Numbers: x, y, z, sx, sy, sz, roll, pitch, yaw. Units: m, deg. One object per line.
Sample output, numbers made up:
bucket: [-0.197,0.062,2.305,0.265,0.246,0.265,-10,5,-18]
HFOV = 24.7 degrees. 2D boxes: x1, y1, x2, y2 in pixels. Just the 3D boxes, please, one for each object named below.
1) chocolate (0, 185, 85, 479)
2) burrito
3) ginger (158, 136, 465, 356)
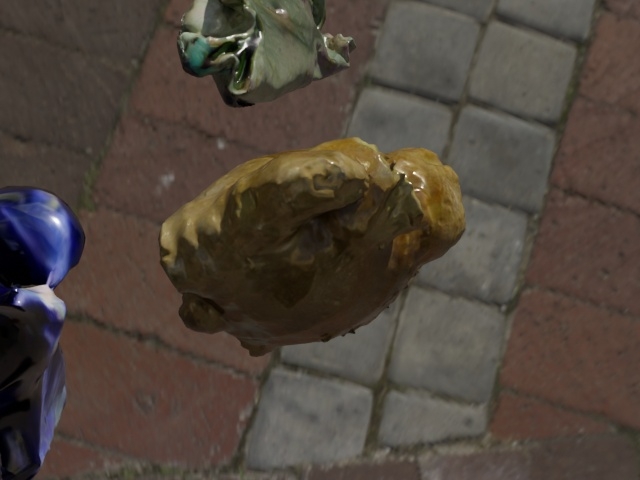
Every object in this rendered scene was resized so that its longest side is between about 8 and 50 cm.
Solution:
chocolate: [-0.147,0.022,0.462,0.126,0.343,0.148,-23,91,-16]
burrito: [-0.039,-0.148,1.050,0.066,0.309,0.096,-28,95,17]
ginger: [0.000,0.000,0.823,0.157,0.216,0.102,-40,66,20]
